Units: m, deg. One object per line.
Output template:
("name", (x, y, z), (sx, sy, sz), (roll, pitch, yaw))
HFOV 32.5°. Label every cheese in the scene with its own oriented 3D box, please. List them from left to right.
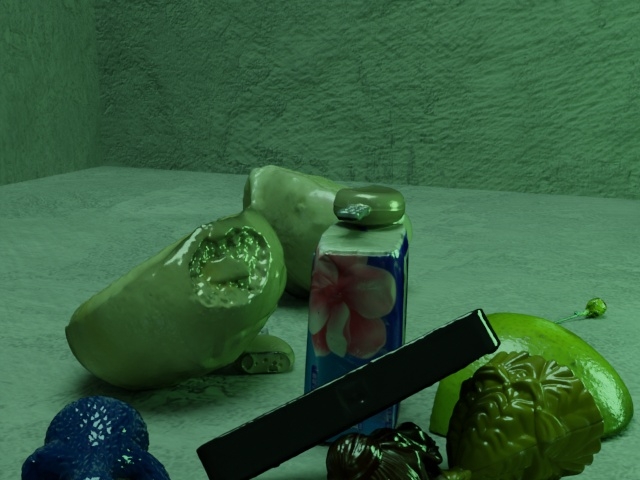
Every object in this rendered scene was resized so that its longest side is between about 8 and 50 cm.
("cheese", (-0.095, 0.174, 1.817), (0.097, 0.037, 0.192), (-1, 12, -6))
("cheese", (0.055, -0.046, 1.519), (0.092, 0.048, 0.171), (8, 12, 35))

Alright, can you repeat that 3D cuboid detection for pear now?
("pear", (0.315, 0.190, 1.520), (0.239, 0.139, 0.288), (16, 20, 30))

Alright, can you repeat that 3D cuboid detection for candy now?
("candy", (0.472, 0.134, 2.011), (0.123, 0.035, 0.035), (-16, -15, -24))

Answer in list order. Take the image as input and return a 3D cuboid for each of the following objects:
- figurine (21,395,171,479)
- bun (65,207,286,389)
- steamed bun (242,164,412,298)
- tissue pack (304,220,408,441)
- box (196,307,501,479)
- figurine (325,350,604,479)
("figurine", (-0.256, 0.247, 1.250), (0.164, 0.121, 0.262), (-1, 11, -22))
("bun", (-0.205, 0.109, 1.691), (0.364, 0.202, 0.364), (-31, 3, 2))
("steamed bun", (0.000, 0.000, 2.191), (0.352, 0.247, 0.339), (18, 4, 37))
("tissue pack", (0.049, 0.120, 1.503), (0.137, 0.270, 0.209), (3, 14, 8))
("box", (0.028, 0.187, 1.248), (0.350, 0.058, 0.211), (-26, -11, -9))
("figurine", (0.143, 0.253, 1.231), (0.315, 0.168, 0.187), (-21, 32, -35))
